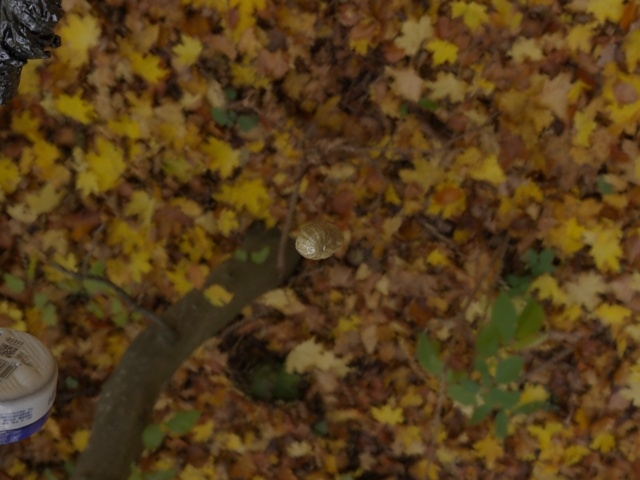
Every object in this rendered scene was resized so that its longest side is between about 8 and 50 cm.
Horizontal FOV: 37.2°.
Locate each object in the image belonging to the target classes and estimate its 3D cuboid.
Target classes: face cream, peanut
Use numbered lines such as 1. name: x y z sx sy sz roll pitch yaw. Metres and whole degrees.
1. face cream: -0.562 0.244 1.648 0.206 0.206 0.111 25 120 14
2. peanut: 0.000 0.000 1.294 0.054 0.113 0.053 2 96 19

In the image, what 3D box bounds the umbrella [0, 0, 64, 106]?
1. umbrella: -0.551 -0.322 1.686 0.154 0.128 0.336 48 123 23
